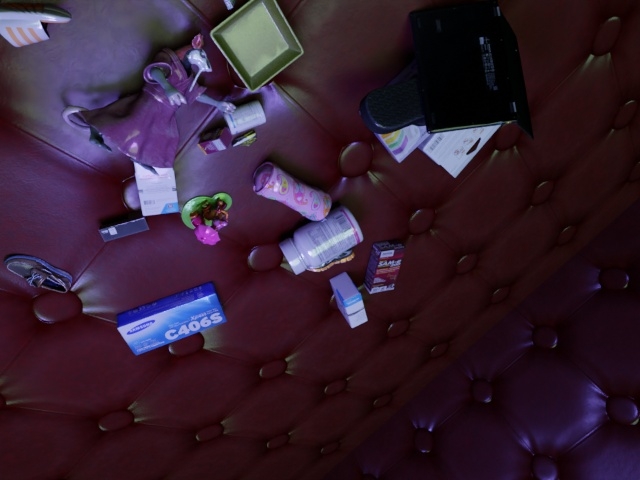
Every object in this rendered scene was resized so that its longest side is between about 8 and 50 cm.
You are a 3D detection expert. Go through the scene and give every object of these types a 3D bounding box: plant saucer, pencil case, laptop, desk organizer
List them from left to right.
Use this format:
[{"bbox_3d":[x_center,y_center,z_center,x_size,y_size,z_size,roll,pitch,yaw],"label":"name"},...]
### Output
[{"bbox_3d":[-0.596,-0.046,1.243,0.130,0.050,0.047,-18,131,-15],"label":"desk organizer"},{"bbox_3d":[-0.170,-0.531,1.094,0.188,0.045,0.188,-37,133,2],"label":"plant saucer"},{"bbox_3d":[-0.091,-0.157,1.378,0.284,0.124,0.124,25,111,-40],"label":"pencil case"},{"bbox_3d":[0.498,-0.513,1.310,0.408,0.381,0.236,-7,174,3],"label":"laptop"}]

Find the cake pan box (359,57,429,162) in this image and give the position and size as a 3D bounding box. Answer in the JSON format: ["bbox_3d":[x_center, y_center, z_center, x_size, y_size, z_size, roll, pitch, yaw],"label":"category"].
[{"bbox_3d":[0.300,-0.439,1.400,0.267,0.070,0.246,-42,135,7],"label":"cake pan box"}]

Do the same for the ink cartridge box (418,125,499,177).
[{"bbox_3d":[0.525,-0.406,1.548,0.239,0.060,0.275,26,109,-40],"label":"ink cartridge box"}]

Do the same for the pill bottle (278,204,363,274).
[{"bbox_3d":[0.000,0.000,1.517,0.283,0.160,0.160,-29,133,-4],"label":"pill bottle"}]

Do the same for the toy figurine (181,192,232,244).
[{"bbox_3d":[-0.341,-0.058,1.294,0.173,0.159,0.130,-31,133,-4],"label":"toy figurine"}]

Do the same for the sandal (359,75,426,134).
[{"bbox_3d":[0.301,-0.425,1.280,0.446,0.107,0.167,-16,86,-25],"label":"sandal"}]

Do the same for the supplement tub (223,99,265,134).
[{"bbox_3d":[-0.220,-0.357,1.185,0.107,0.071,0.071,-23,132,-11],"label":"supplement tub"}]

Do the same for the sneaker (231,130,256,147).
[{"bbox_3d":[-0.230,-0.301,1.250,0.083,0.031,0.035,-29,133,-5],"label":"sneaker"}]

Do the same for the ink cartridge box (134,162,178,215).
[{"bbox_3d":[-0.481,-0.168,1.201,0.104,0.060,0.180,-9,128,-21],"label":"ink cartridge box"}]

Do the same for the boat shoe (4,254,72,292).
[{"bbox_3d":[-0.836,0.103,1.221,0.183,0.066,0.066,31,106,-41],"label":"boat shoe"}]

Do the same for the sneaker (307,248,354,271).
[{"bbox_3d":[0.029,0.058,1.643,0.215,0.084,0.083,-21,119,-16],"label":"sneaker"}]

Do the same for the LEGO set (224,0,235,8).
[{"bbox_3d":[-0.128,-0.650,0.856,0.332,0.192,0.254,-8,137,10],"label":"LEGO set"}]

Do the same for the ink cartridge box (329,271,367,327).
[{"bbox_3d":[0.124,0.263,1.796,0.086,0.148,0.203,-25,132,-10],"label":"ink cartridge box"}]

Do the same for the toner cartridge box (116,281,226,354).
[{"bbox_3d":[-0.541,0.287,1.515,0.348,0.075,0.165,-20,130,-13],"label":"toner cartridge box"}]

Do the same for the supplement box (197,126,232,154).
[{"bbox_3d":[-0.304,-0.287,1.180,0.083,0.054,0.043,-7,140,26],"label":"supplement box"}]

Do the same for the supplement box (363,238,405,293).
[{"bbox_3d":[0.281,0.117,1.818,0.130,0.073,0.239,-8,127,-22],"label":"supplement box"}]

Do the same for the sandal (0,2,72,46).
[{"bbox_3d":[-0.665,-0.453,0.865,0.266,0.102,0.076,-6,129,-13],"label":"sandal"}]

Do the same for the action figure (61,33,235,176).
[{"bbox_3d":[-0.406,-0.367,1.048,0.370,0.276,0.248,-60,169,3],"label":"action figure"}]
